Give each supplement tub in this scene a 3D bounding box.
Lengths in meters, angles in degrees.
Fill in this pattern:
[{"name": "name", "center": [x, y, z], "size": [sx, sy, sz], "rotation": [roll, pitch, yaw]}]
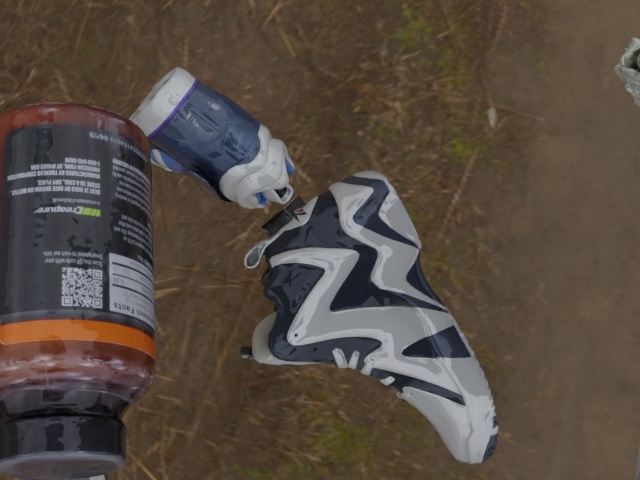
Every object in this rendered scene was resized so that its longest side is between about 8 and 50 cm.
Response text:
[{"name": "supplement tub", "center": [-0.146, 0.030, 0.615], "size": [0.106, 0.106, 0.197], "rotation": [6, 67, -23]}]

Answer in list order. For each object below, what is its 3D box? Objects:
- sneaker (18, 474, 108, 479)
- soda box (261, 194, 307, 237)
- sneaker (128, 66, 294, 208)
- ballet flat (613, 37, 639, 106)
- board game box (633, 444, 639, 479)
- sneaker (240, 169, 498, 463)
[{"name": "sneaker", "center": [-0.266, 0.282, 1.070], "size": [0.108, 0.271, 0.100], "rotation": [26, 104, -30]}, {"name": "soda box", "center": [-0.005, 0.019, 1.601], "size": [0.169, 0.053, 0.060], "rotation": [48, 32, -5]}, {"name": "sneaker", "center": [-0.154, -0.113, 1.515], "size": [0.236, 0.323, 0.130], "rotation": [38, 76, -13]}, {"name": "ballet flat", "center": [0.446, -0.233, 1.170], "size": [0.147, 0.409, 0.146], "rotation": [5, 72, -17]}, {"name": "board game box", "center": [0.205, 0.032, 0.551], "size": [0.390, 0.050, 0.389], "rotation": [-57, 153, -53]}, {"name": "sneaker", "center": [0.024, 0.081, 0.814], "size": [0.153, 0.094, 0.235], "rotation": [-26, 103, -2]}]
